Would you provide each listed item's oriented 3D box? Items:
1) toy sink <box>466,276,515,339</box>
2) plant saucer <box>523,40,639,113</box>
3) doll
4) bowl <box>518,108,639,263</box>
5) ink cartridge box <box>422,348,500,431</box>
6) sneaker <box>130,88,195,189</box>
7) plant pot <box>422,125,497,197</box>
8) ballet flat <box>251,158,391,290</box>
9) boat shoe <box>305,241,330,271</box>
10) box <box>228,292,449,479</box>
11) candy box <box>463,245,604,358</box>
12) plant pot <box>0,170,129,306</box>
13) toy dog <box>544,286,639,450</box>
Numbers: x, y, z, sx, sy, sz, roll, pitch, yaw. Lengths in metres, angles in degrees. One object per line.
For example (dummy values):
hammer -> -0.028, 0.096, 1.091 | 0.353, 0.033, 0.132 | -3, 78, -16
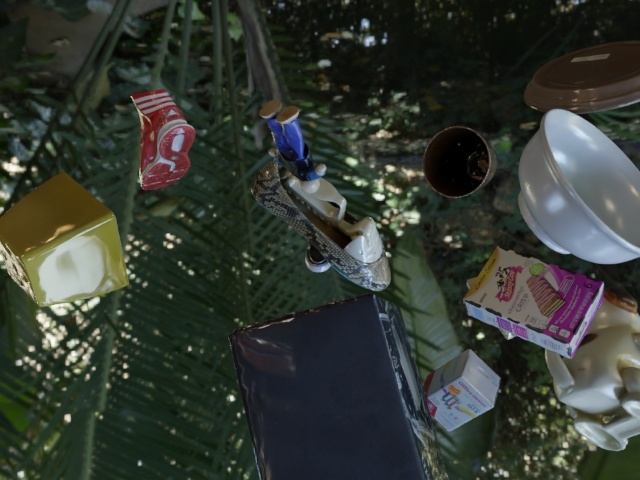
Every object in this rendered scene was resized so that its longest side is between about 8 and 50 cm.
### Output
toy sink -> 0.551, 0.179, 1.706 | 0.234, 0.131, 0.153 | -14, -142, -10
plant saucer -> 0.527, -0.316, 1.130 | 0.278, 0.041, 0.278 | -17, -152, 9
doll -> -0.039, -0.144, 1.003 | 0.129, 0.046, 0.189 | 26, 154, 32
bowl -> 0.439, -0.069, 1.020 | 0.298, 0.297, 0.134 | -3, 149, -39
ink cartridge box -> 0.389, 0.418, 1.665 | 0.176, 0.128, 0.127 | -46, -178, 36
sneaker -> -0.291, -0.189, 1.070 | 0.087, 0.128, 0.221 | -16, 164, -37
plant pot -> 0.472, -0.245, 1.893 | 0.215, 0.215, 0.230 | -6, -179, 35
ballet flat -> 0.032, -0.048, 1.596 | 0.182, 0.483, 0.164 | -44, -170, 49
boat shoe -> 0.000, 0.000, 1.735 | 0.080, 0.076, 0.228 | 1, -146, 10
box -> 0.069, 0.384, 1.226 | 0.297, 0.479, 0.472 | -17, 168, 11
candy box -> 0.441, 0.122, 1.242 | 0.233, 0.159, 0.071 | 21, 155, 37
plant pot -> -0.562, 0.014, 1.273 | 0.212, 0.212, 0.187 | 34, -132, 29
toy dog -> 0.821, 0.337, 1.736 | 0.395, 0.408, 0.284 | 26, 139, 3
